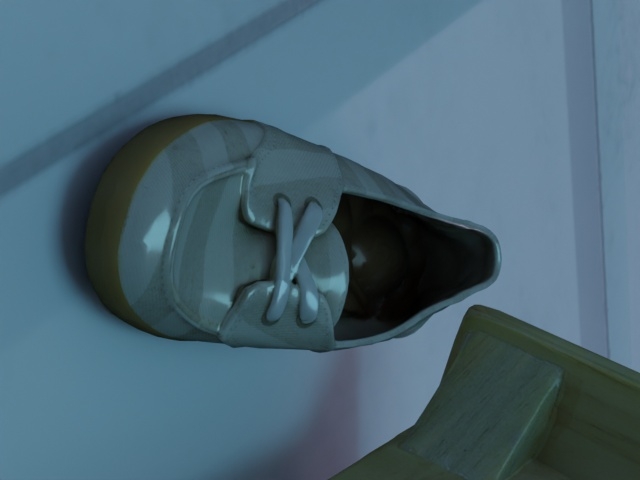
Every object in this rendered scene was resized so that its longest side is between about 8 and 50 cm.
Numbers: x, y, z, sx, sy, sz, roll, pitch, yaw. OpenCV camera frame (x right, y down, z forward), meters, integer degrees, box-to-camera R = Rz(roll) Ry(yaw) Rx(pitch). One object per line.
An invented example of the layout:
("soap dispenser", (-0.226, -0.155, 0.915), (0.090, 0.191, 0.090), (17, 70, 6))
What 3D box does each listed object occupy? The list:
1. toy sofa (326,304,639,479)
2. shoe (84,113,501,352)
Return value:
("toy sofa", (0.020, 0.155, 0.448), (0.362, 0.150, 0.177), (-16, 126, -60))
("shoe", (0.000, 0.000, 0.518), (0.219, 0.058, 0.076), (6, 90, -62))
